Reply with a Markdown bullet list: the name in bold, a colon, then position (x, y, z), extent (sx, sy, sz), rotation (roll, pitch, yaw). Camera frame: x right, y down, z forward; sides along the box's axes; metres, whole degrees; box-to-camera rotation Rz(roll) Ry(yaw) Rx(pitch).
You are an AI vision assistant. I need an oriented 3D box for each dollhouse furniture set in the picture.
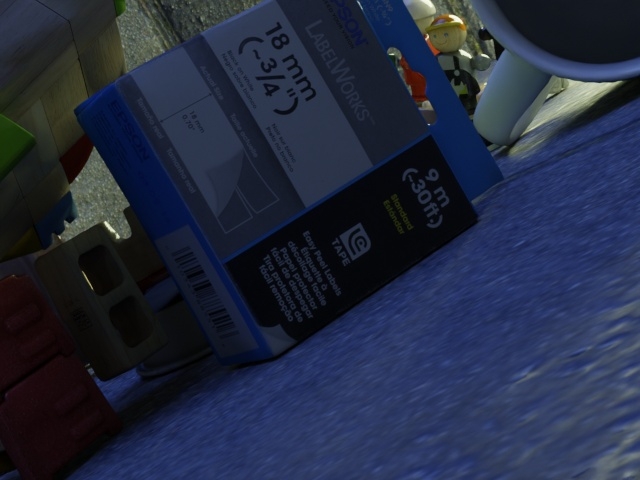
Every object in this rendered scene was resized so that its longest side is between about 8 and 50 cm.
- **dollhouse furniture set**: position (-0.234, 0.097, 1.229), extent (0.201, 0.152, 0.374), rotation (-26, 6, 33)

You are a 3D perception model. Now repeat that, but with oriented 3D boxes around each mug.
- **mug**: position (0.275, -0.266, 1.502), extent (0.374, 0.276, 0.328), rotation (-60, -8, 13)

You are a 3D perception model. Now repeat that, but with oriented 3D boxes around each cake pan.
- **cake pan**: position (-0.071, 0.029, 1.399), extent (0.293, 0.054, 0.293), rotation (-32, 9, 6)

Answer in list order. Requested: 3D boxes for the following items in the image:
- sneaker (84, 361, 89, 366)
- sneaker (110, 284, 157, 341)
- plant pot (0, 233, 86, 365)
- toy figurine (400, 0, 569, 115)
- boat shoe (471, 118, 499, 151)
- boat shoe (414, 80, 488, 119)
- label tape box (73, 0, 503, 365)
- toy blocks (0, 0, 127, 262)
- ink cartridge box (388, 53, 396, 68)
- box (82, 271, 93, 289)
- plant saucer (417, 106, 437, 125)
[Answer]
- **sneaker**: position (-0.351, 0.154, 1.817), extent (0.170, 0.068, 0.071), rotation (-23, 14, 48)
- **sneaker**: position (-0.159, 0.028, 1.534), extent (0.228, 0.086, 0.132), rotation (-51, -15, 0)
- **plant pot**: position (-0.431, 0.098, 1.641), extent (0.263, 0.263, 0.229), rotation (-25, 4, 41)
- **toy figurine**: position (0.212, -0.264, 1.872), extent (0.213, 0.148, 0.209), rotation (-14, 18, -8)
- **boat shoe**: position (0.184, -0.124, 1.664), extent (0.049, 0.042, 0.133), rotation (-33, 4, -9)
- **boat shoe**: position (0.157, -0.181, 2.073), extent (0.104, 0.089, 0.285), rotation (-33, 7, -39)
- **label tape box**: position (0.007, -0.086, 1.159), extent (0.334, 0.240, 0.106), rotation (-33, 6, -28)
- **toy blocks**: position (-0.289, -0.067, 1.197), extent (0.381, 0.191, 0.261), rotation (-51, -17, -22)
- **ink cartridge box**: position (-0.045, -0.113, 1.372), extent (0.189, 0.097, 0.255), rotation (0, -2, -11)
- **box**: position (-0.415, 0.112, 2.134), extent (0.121, 0.148, 0.311), rotation (-27, 7, 24)
- **plant saucer**: position (0.055, -0.120, 1.811), extent (0.278, 0.041, 0.278), rotation (-6, 17, 2)
